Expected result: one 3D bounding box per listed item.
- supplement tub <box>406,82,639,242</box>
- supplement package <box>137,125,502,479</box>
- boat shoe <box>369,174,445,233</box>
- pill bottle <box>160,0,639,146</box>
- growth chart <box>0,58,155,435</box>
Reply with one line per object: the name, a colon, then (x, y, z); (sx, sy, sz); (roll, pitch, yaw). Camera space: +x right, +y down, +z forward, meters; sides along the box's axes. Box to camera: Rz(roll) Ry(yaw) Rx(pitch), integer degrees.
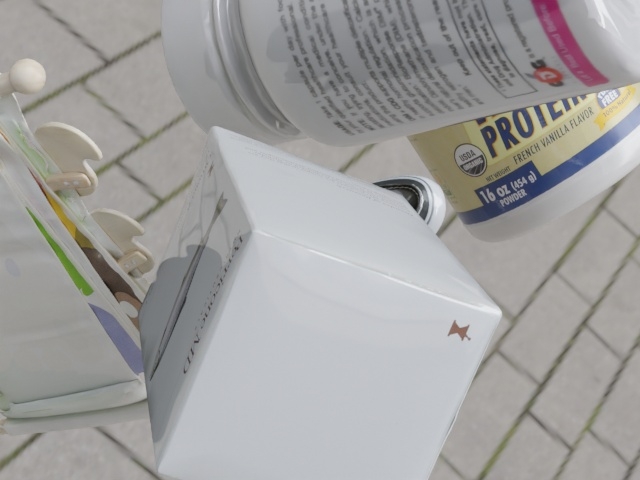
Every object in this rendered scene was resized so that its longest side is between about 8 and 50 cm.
supplement tub: (0.167, -0.182, 1.403); (0.316, 0.228, 0.228); (56, 38, -8)
supplement package: (-0.010, 0.032, 0.608); (0.105, 0.105, 0.179); (20, 12, -15)
boat shoe: (0.000, 0.000, 0.774); (0.040, 0.142, 0.049); (20, 53, -57)
pill bottle: (0.053, -0.145, 0.852); (0.160, 0.283, 0.160); (21, 64, -52)
growth chart: (-0.154, 0.018, 0.718); (0.021, 0.172, 0.237); (-69, 146, -47)
